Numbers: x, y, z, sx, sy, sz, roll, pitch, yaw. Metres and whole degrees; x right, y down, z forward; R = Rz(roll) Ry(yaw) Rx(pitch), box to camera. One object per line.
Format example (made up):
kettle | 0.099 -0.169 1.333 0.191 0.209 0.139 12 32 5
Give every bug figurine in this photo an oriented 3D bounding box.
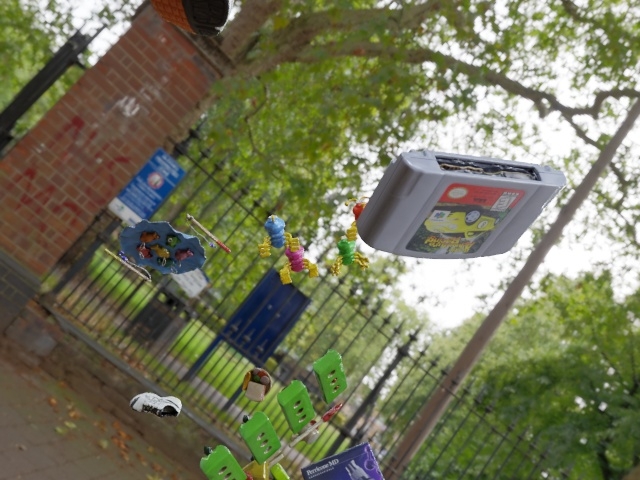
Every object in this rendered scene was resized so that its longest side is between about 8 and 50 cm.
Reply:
bug figurine | 0.000 0.000 1.429 0.216 0.278 0.072 89 -11 -50

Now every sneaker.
sneaker | -0.118 -0.334 0.681 0.099 0.121 0.262 20 -30 0
sneaker | -0.270 0.272 1.066 0.083 0.032 0.037 4 16 -14

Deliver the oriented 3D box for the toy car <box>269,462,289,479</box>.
toy car | -0.132 0.603 1.498 0.149 0.155 0.188 48 -13 24

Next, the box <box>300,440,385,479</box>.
box | 0.067 0.530 1.284 0.108 0.153 0.207 79 -12 -54

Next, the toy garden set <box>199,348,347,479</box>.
toy garden set | -0.064 0.284 0.987 0.049 0.244 0.204 40 -22 32

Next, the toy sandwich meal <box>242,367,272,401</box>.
toy sandwich meal | -0.164 0.368 1.657 0.085 0.086 0.029 37 6 11

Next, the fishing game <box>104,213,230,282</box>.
fishing game | -0.333 0.023 1.369 0.264 0.041 0.189 -16 -43 28

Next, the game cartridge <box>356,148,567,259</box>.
game cartridge | 0.214 -0.047 1.014 0.196 0.294 0.060 121 -36 -48
